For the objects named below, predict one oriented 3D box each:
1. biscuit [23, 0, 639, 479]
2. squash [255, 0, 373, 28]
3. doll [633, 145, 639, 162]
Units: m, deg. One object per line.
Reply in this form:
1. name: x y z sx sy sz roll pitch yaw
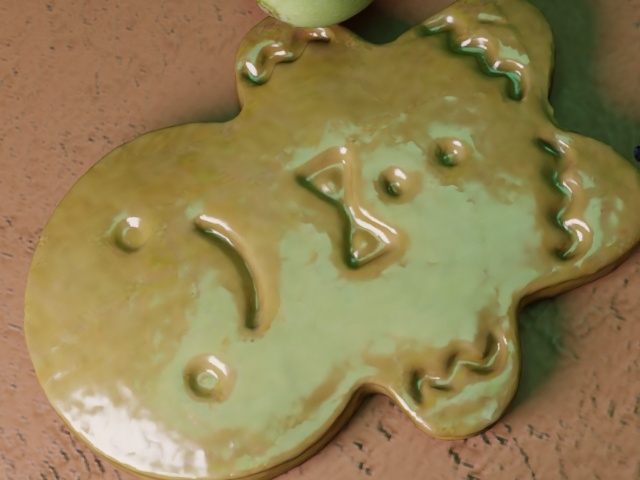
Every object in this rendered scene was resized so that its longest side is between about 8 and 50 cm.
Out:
1. biscuit: 0.000 -0.001 0.969 0.355 0.052 0.275 -24 72 -2
2. squash: 0.054 -0.214 0.993 0.083 0.083 0.250 42 72 16
3. doll: 0.308 -0.040 0.896 0.271 0.144 0.208 -37 68 -4
